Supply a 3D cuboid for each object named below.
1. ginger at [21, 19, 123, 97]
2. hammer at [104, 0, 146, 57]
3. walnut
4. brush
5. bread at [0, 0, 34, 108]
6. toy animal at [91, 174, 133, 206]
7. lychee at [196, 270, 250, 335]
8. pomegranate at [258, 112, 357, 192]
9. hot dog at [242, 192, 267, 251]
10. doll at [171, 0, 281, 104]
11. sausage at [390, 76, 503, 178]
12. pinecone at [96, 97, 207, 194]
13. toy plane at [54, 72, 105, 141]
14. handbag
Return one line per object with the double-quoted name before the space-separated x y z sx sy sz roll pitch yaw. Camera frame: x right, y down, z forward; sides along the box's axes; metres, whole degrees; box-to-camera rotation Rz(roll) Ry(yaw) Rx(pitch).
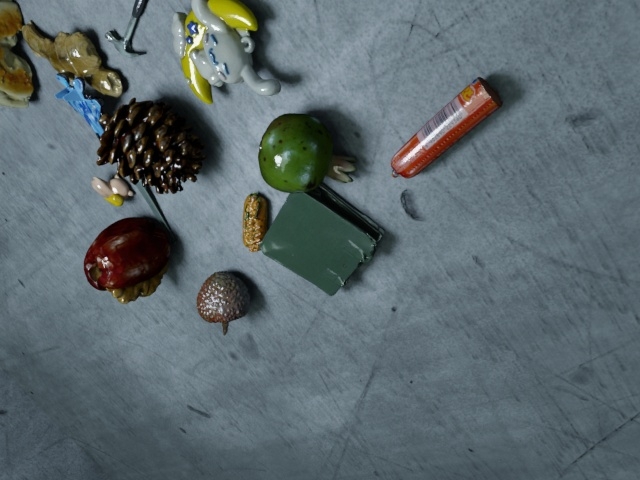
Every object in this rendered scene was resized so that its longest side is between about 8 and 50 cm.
"ginger" -0.664 -0.487 1.247 0.334 0.081 0.148 24 148 14
"hammer" -0.431 -0.544 1.124 0.103 0.029 0.246 44 127 -3
"walnut" -0.575 0.065 1.420 0.222 0.269 0.243 4 118 24
"brush" -0.503 -0.101 1.440 0.062 0.027 0.266 -6 120 30
"bread" -0.915 -0.504 1.283 0.171 0.192 0.314 14 124 17
"toy animal" -0.630 -0.159 1.437 0.114 0.082 0.091 40 162 -18
"lychee" -0.289 0.188 1.418 0.165 0.165 0.197 -9 87 30
"pomegranate" -0.028 -0.185 1.066 0.225 0.187 0.187 15 131 -19
"hot dog" -0.182 -0.042 1.292 0.072 0.055 0.188 15 124 16
"doll" -0.220 -0.417 1.044 0.237 0.111 0.252 -9 106 29
"sausage" 0.239 -0.211 0.968 0.074 0.074 0.274 45 128 -5
"pinecone" -0.424 -0.239 1.195 0.273 0.224 0.224 25 129 -11
"toy plane" -0.615 -0.338 1.295 0.169 0.078 0.246 18 155 31
"handbag" -0.001 0.001 1.215 0.260 0.079 0.247 37 129 0
